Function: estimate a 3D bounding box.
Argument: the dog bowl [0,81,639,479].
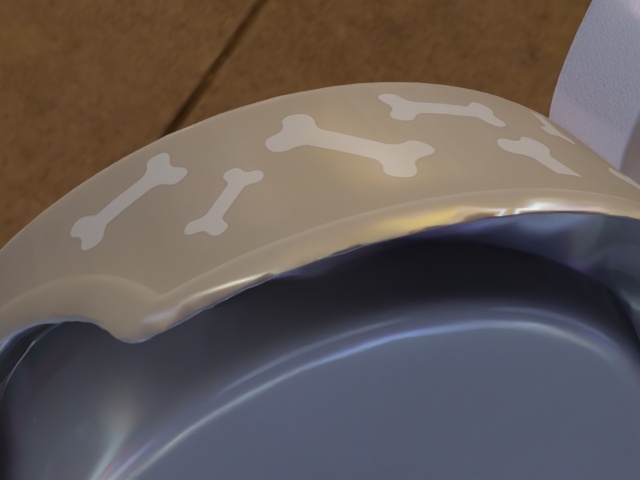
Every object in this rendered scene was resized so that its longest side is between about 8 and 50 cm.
[{"bbox_3d":[0.001,0.089,0.689,0.349,0.349,0.102,-2,42,-26],"label":"dog bowl"}]

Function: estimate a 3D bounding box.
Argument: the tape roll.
[{"bbox_3d":[0.316,-0.214,1.415,0.072,0.392,0.392,35,57,17],"label":"tape roll"}]

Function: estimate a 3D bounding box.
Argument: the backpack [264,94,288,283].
[{"bbox_3d":[0.000,0.000,1.743,0.225,0.191,0.253,27,97,-37],"label":"backpack"}]
